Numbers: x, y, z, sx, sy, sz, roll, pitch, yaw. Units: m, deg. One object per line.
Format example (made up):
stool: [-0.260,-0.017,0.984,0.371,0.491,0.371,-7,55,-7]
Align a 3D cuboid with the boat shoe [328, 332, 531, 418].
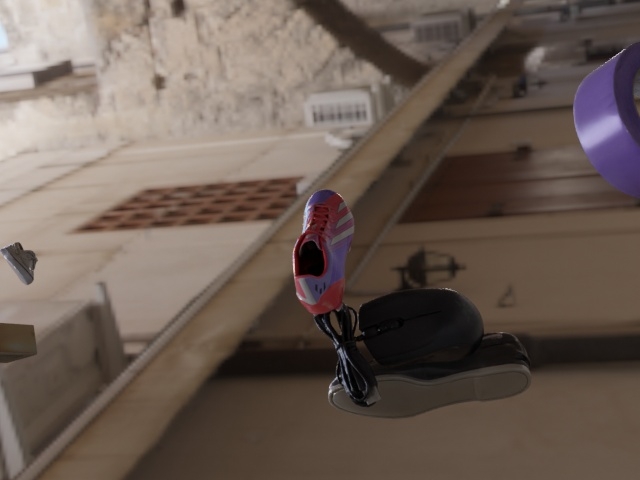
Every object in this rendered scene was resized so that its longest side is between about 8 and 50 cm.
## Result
boat shoe: [0.177,0.218,1.934,0.095,0.335,0.112,-97,1,-46]

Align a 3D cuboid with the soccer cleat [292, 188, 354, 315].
soccer cleat: [0.000,0.000,1.751,0.248,0.083,0.095,-86,-24,-43]

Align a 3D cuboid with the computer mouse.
computer mouse: [0.143,0.140,1.823,0.188,0.272,0.072,66,154,26]

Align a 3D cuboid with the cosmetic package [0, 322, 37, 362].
cosmetic package: [-0.418,0.128,1.469,0.115,0.060,0.041,12,-115,-58]

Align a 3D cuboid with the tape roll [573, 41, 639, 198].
tape roll: [0.422,-0.153,1.499,0.080,0.189,0.189,-34,47,56]

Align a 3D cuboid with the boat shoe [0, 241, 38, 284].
boat shoe: [-0.381,0.026,1.508,0.100,0.035,0.035,32,152,57]
